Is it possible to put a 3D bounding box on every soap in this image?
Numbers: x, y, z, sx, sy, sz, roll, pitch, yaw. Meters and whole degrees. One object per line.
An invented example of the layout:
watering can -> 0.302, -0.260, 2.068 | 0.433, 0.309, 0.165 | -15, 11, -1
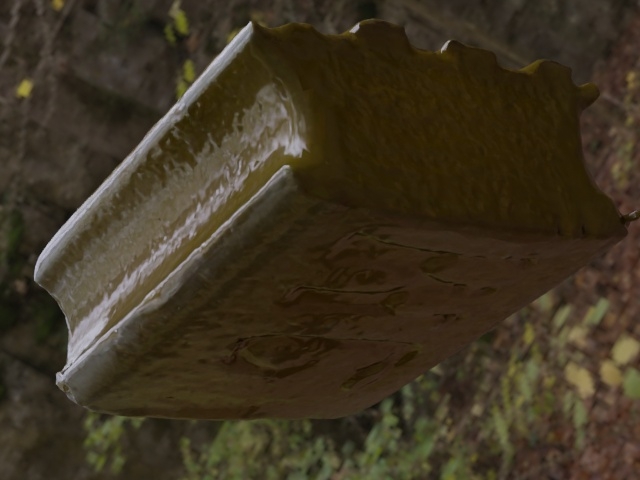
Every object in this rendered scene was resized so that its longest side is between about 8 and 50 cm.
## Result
soap -> 0.000, 0.000, 0.975 | 0.335, 0.293, 0.156 | -38, 58, 42
